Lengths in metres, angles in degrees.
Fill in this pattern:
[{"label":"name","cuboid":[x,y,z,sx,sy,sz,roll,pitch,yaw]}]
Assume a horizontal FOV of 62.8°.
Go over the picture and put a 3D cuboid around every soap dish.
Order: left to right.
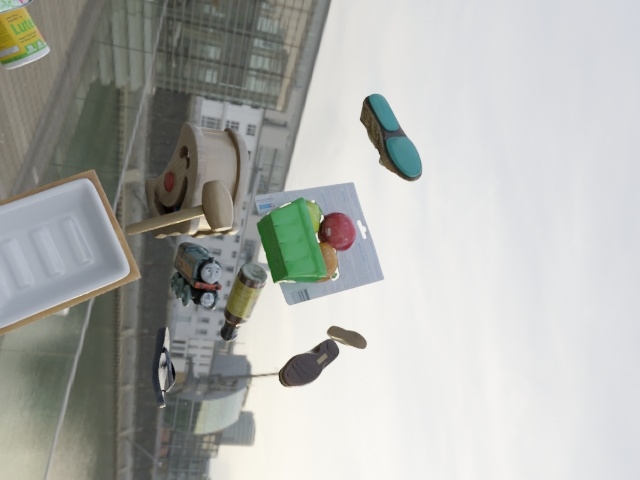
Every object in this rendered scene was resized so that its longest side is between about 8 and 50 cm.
[{"label":"soap dish","cuboid":[-0.526,0.023,1.000,0.228,0.291,0.118,67,-15,-4]}]

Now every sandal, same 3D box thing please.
[{"label":"sandal","cuboid":[-0.436,0.345,1.476,0.254,0.055,0.097,-103,-168,-47]}]

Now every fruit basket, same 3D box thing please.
[{"label":"fruit basket","cuboid":[0.000,0.000,1.540,0.165,0.353,0.326,-27,-103,51]}]

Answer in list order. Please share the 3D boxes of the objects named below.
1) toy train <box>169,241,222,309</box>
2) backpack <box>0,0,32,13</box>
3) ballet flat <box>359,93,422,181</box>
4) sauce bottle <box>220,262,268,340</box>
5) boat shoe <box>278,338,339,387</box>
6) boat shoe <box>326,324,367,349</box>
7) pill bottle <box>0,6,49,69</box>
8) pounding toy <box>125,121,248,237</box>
[{"label":"toy train","cuboid":[-0.440,0.121,1.862,0.334,0.142,0.190,23,-79,60]},{"label":"backpack","cuboid":[-0.604,-0.526,0.929,0.191,0.254,0.225,44,-33,20]},{"label":"ballet flat","cuboid":[0.128,-0.180,0.977,0.067,0.073,0.206,119,-41,-54]},{"label":"sauce bottle","cuboid":[-0.298,0.238,1.965,0.111,0.112,0.344,-98,-151,-51]},{"label":"boat shoe","cuboid":[-0.044,0.384,1.585,0.095,0.258,0.095,-38,-104,37]},{"label":"boat shoe","cuboid":[0.100,0.378,2.044,0.062,0.170,0.059,-68,-168,-23]},{"label":"pill bottle","cuboid":[-0.871,-0.609,1.432,0.136,0.137,0.245,-101,172,-55]},{"label":"pounding toy","cuboid":[-0.201,-0.083,0.739,0.270,0.155,0.154,-4,-94,54]}]
